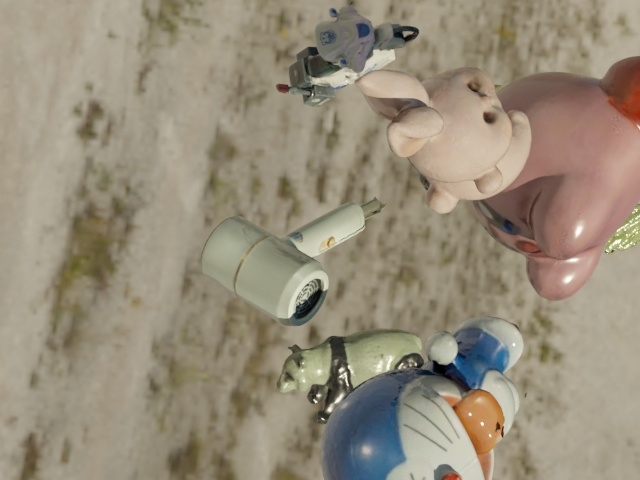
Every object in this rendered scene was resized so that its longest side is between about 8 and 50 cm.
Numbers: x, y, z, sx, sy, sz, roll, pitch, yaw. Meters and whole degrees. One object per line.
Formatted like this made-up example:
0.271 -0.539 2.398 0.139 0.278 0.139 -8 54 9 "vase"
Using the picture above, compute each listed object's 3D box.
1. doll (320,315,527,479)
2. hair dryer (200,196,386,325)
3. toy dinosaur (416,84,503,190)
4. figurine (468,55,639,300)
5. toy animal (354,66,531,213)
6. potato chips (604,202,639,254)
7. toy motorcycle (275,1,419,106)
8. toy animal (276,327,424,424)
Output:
0.114 0.181 1.295 0.257 0.161 0.215 -40 126 -44 "doll"
0.000 0.000 2.107 0.357 0.173 0.108 -30 141 -43 "hair dryer"
0.225 -0.146 2.056 0.294 0.077 0.162 -169 -96 -73 "toy dinosaur"
0.279 -0.097 1.585 0.261 0.211 0.270 -47 161 -12 "figurine"
0.117 -0.100 1.210 0.212 0.124 0.124 33 64 -69 "toy animal"
0.450 -0.029 1.890 0.092 0.207 0.028 60 2 -46 "potato chips"
0.029 -0.266 1.994 0.221 0.150 0.102 -27 -110 50 "toy motorcycle"
0.045 0.185 1.942 0.094 0.225 0.121 -123 -148 -63 "toy animal"
